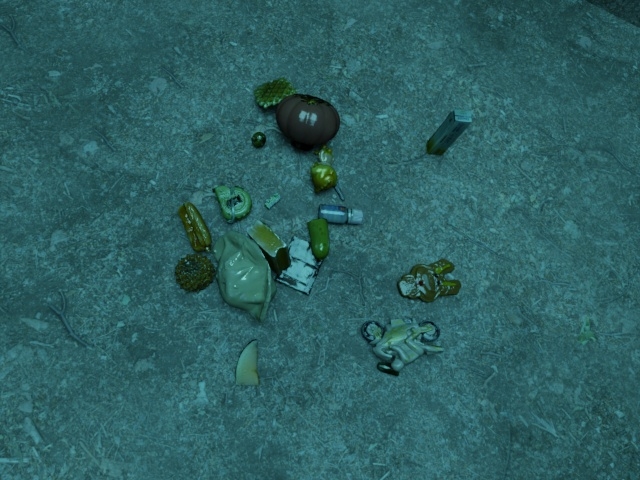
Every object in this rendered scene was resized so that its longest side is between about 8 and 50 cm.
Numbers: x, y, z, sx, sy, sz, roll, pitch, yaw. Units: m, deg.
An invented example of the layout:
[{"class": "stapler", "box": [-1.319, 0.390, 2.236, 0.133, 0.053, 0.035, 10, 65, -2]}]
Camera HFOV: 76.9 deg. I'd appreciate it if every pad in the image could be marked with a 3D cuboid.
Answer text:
[{"class": "pad", "box": [-0.087, 0.107, 1.795, 0.174, 0.022, 0.233, 23, 72, 0]}]

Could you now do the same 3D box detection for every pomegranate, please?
[{"class": "pomegranate", "box": [-0.293, -0.481, 1.907, 0.073, 0.084, 0.073, 0, 83, -2]}]

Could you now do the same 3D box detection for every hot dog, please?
[{"class": "hot dog", "box": [-0.539, -0.053, 1.753, 0.102, 0.076, 0.249, -33, 77, 21]}]

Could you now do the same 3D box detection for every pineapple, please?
[{"class": "pineapple", "box": [-0.526, 0.123, 1.668, 0.175, 0.137, 0.162, -31, 80, -14]}]

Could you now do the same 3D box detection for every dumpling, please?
[{"class": "dumpling", "box": [-0.295, 0.117, 1.616, 0.233, 0.316, 0.395, -13, 55, -44]}]

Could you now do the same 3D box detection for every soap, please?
[{"class": "soap", "box": [-0.206, 0.033, 1.657, 0.089, 0.274, 0.173, -43, 75, -14]}]

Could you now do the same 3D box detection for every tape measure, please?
[{"class": "tape measure", "box": [-0.384, -0.167, 1.801, 0.153, 0.087, 0.178, -18, 79, -13]}]

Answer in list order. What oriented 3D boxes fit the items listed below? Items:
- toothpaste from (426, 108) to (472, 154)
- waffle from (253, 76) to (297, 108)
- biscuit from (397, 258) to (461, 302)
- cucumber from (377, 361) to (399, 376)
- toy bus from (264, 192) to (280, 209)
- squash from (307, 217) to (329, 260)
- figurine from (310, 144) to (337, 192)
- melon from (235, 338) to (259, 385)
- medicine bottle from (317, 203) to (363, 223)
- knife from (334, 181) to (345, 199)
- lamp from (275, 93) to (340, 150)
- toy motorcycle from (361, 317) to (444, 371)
[{"class": "toothpaste", "box": [0.605, -0.511, 1.920, 0.089, 0.313, 0.071, 3, 73, -8]}, {"class": "waffle", "box": [-0.224, -0.725, 1.974, 0.207, 0.054, 0.214, -29, 51, -8]}, {"class": "biscuit", "box": [0.495, 0.190, 1.841, 0.294, 0.044, 0.186, -16, 74, -13]}, {"class": "cucumber", "box": [0.288, 0.542, 1.705, 0.105, 0.048, 0.048, 12, 72, -1]}, {"class": "toy bus", "box": [-0.221, -0.182, 1.857, 0.037, 0.031, 0.083, 46, 73, -1]}, {"class": "squash", "box": [0.000, 0.000, 1.785, 0.095, 0.095, 0.188, -5, 65, -9]}, {"class": "figurine", "box": [0.016, -0.336, 1.894, 0.156, 0.131, 0.247, 29, 53, -31]}, {"class": "melon", "box": [-0.298, 0.496, 1.636, 0.097, 0.054, 0.182, 0, 74, -14]}, {"class": "medicine bottle", "box": [0.091, -0.117, 1.854, 0.202, 0.083, 0.084, 7, 73, -7]}, {"class": "knife", "box": [0.087, -0.243, 1.925, 0.031, 0.018, 0.121, -24, 80, -12]}, {"class": "lamp", "box": [-0.063, -0.547, 1.880, 0.305, 0.240, 0.305, 13, 31, -8]}, {"class": "toy motorcycle", "box": [0.349, 0.437, 1.706, 0.340, 0.108, 0.223, -3, 59, -2]}]
